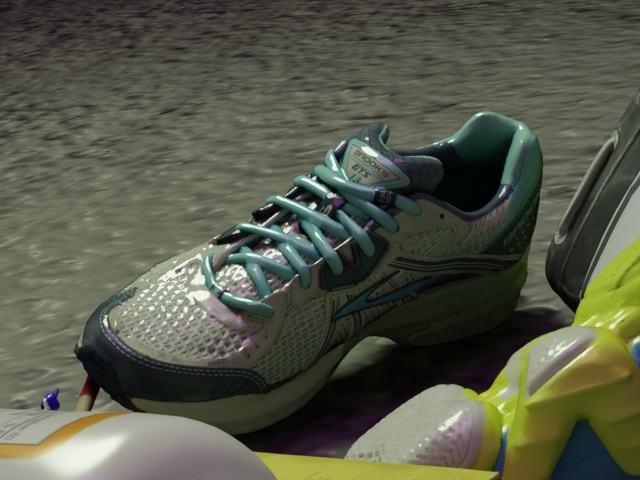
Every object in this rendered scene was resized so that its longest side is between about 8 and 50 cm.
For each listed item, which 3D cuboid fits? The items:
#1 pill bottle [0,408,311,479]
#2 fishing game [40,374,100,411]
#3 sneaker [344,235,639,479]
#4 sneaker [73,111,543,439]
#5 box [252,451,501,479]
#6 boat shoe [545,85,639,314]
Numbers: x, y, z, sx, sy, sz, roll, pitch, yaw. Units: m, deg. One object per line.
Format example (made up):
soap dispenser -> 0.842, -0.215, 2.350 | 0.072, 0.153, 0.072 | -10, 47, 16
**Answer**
pill bottle -> -0.086, 0.118, 0.547 | 0.246, 0.136, 0.136 | -2, 16, 32
fishing game -> -0.228, 0.118, 0.850 | 0.264, 0.041, 0.189 | -12, 15, 4
sneaker -> 0.096, 0.094, 0.672 | 0.240, 0.126, 0.091 | -37, 6, 12
sneaker -> 0.000, 0.000, 0.931 | 0.283, 0.122, 0.110 | -21, 52, -38
box -> -0.050, 0.116, 0.642 | 0.232, 0.087, 0.058 | -1, 9, 33
boat shoe -> 0.214, -0.082, 0.913 | 0.108, 0.301, 0.102 | 25, 11, -32
